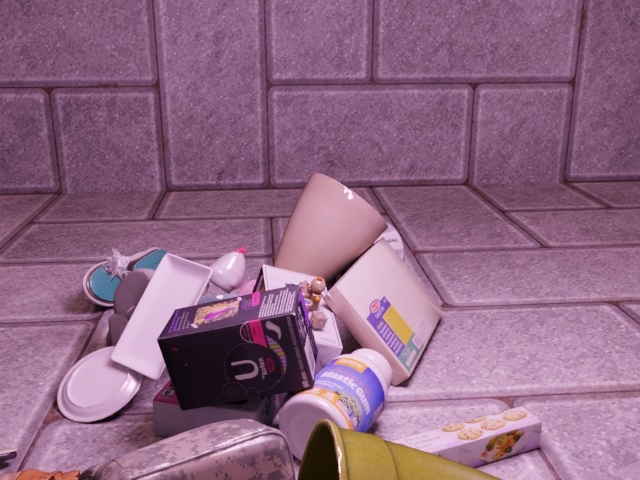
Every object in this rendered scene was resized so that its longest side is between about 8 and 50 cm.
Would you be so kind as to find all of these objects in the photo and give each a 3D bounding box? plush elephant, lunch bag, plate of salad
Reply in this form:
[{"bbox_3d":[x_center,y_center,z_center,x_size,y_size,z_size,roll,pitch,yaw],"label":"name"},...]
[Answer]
[{"bbox_3d":[-0.397,0.183,1.731,0.330,0.272,0.255,54,9,30],"label":"plush elephant"},{"bbox_3d":[-0.212,0.399,1.072,0.305,0.212,0.256,-10,4,-36],"label":"lunch bag"},{"bbox_3d":[-0.482,0.319,1.524,0.200,0.048,0.200,-9,42,9],"label":"plate of salad"}]

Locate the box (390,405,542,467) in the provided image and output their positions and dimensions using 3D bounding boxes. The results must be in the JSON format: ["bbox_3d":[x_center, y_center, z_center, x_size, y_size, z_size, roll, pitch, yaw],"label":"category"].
[{"bbox_3d":[0.276,0.392,1.319,0.324,0.063,0.067,-8,18,-21],"label":"box"}]

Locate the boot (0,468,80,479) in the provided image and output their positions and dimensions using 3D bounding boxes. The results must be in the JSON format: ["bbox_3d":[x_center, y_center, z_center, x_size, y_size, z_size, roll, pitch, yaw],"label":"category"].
[{"bbox_3d":[-0.482,0.446,1.153,0.152,0.073,0.197,-1,20,-16],"label":"boot"}]

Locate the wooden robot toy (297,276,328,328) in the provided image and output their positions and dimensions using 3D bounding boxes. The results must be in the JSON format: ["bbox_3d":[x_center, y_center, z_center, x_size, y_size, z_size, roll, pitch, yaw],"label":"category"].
[{"bbox_3d":[-0.020,0.118,1.549,0.076,0.079,0.173,14,25,-17],"label":"wooden robot toy"}]

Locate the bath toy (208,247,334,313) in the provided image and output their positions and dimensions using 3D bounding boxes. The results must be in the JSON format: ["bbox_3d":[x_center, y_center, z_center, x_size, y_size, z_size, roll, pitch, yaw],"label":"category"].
[{"bbox_3d":[-0.138,0.139,1.822,0.348,0.129,0.151,32,-10,15],"label":"bath toy"}]

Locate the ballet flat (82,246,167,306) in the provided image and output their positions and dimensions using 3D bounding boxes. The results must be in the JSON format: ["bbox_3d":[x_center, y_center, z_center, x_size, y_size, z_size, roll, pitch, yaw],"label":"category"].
[{"bbox_3d":[-0.614,0.117,2.103,0.139,0.139,0.400,7,15,20],"label":"ballet flat"}]

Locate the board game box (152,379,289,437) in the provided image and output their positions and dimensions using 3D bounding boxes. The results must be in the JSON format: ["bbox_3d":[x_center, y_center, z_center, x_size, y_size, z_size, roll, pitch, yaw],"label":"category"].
[{"bbox_3d":[-0.193,0.318,1.501,0.224,0.097,0.303,6,19,14],"label":"board game box"}]

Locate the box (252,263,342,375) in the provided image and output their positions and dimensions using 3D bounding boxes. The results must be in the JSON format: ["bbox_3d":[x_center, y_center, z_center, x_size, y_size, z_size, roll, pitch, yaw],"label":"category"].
[{"bbox_3d":[-0.060,0.179,1.593,0.169,0.087,0.290,14,26,-17],"label":"box"}]

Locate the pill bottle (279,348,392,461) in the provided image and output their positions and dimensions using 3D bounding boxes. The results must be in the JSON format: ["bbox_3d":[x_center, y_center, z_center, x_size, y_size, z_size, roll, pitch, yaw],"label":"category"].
[{"bbox_3d":[0.045,0.323,1.391,0.152,0.152,0.272,9,21,26],"label":"pill bottle"}]

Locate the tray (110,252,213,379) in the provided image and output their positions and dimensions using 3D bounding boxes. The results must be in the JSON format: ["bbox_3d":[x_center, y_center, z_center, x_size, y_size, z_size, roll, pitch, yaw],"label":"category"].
[{"bbox_3d":[-0.349,0.168,1.540,0.145,0.270,0.030,16,-18,28],"label":"tray"}]

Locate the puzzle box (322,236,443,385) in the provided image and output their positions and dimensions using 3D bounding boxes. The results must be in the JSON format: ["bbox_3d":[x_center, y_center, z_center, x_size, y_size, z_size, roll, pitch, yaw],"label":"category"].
[{"bbox_3d":[0.172,0.162,1.754,0.052,0.272,0.409,-39,0,27],"label":"puzzle box"}]

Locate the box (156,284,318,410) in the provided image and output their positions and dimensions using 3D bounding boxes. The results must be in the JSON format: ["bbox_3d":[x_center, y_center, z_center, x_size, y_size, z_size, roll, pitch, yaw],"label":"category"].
[{"bbox_3d":[-0.155,0.208,1.346,0.270,0.165,0.143,-12,18,8],"label":"box"}]

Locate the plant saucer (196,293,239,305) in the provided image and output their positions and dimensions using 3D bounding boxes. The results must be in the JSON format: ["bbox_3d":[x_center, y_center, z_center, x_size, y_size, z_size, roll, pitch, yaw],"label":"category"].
[{"bbox_3d":[-0.266,0.202,1.943,0.195,0.037,0.195,0,17,0],"label":"plant saucer"}]

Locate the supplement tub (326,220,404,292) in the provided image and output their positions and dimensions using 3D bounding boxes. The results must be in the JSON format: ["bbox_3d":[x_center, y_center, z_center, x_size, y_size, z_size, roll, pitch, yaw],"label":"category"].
[{"bbox_3d":[0.069,0.058,2.110,0.338,0.207,0.207,-10,21,-28],"label":"supplement tub"}]

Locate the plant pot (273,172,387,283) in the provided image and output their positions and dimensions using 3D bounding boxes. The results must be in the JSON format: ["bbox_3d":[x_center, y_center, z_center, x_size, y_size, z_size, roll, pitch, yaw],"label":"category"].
[{"bbox_3d":[0.000,0.000,1.881,0.256,0.274,0.256,36,-7,5],"label":"plant pot"}]

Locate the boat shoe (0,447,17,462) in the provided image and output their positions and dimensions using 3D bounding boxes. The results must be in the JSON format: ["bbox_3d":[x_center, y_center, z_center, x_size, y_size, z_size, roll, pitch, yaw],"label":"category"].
[{"bbox_3d":[-0.634,0.419,1.284,0.133,0.042,0.049,-11,-4,-32],"label":"boat shoe"}]

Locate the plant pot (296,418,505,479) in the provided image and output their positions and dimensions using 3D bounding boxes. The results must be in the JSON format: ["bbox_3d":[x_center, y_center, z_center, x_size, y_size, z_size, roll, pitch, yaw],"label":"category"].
[{"bbox_3d":[0.151,0.429,0.838,0.353,0.366,0.366,10,17,-8],"label":"plant pot"}]
